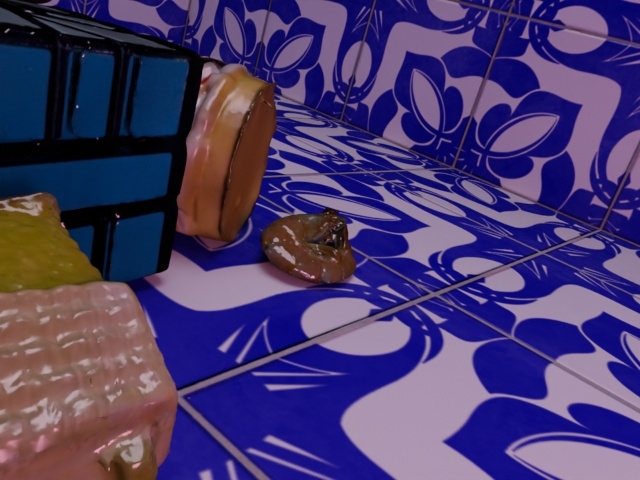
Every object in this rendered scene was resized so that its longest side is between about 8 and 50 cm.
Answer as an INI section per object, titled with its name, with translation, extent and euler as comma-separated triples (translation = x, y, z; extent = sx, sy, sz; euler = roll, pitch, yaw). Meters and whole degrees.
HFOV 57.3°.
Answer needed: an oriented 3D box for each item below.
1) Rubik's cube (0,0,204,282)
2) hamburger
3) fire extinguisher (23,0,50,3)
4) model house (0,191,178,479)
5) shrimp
[Rubik's cube]
translation = -0.335, -0.105, 0.624
extent = 0.294, 0.283, 0.288
euler = 27, 22, 26
[hamburger]
translation = -0.200, -0.142, 0.859
extent = 0.237, 0.276, 0.276
euler = 19, 21, 3
[fire extinguisher]
translation = -0.340, -0.284, 0.604
extent = 0.099, 0.071, 0.231
euler = -8, 8, 25
[model house]
translation = -0.220, 0.085, 0.375
extent = 0.234, 0.174, 0.193
euler = 28, 23, 37
[shrimp]
translation = 0.000, 0.000, 0.924
extent = 0.145, 0.061, 0.267
euler = 29, 19, 8
